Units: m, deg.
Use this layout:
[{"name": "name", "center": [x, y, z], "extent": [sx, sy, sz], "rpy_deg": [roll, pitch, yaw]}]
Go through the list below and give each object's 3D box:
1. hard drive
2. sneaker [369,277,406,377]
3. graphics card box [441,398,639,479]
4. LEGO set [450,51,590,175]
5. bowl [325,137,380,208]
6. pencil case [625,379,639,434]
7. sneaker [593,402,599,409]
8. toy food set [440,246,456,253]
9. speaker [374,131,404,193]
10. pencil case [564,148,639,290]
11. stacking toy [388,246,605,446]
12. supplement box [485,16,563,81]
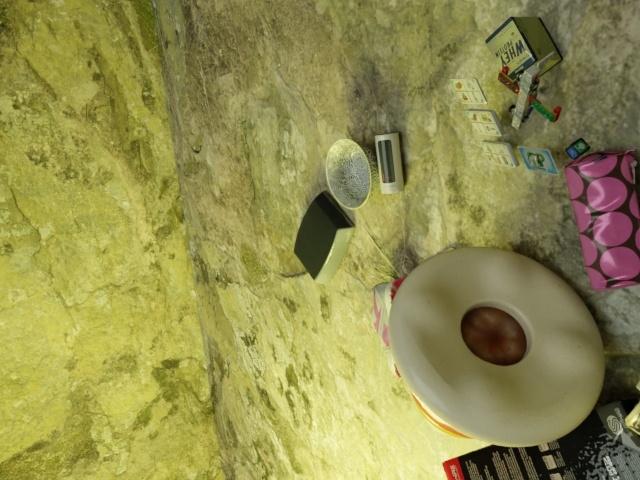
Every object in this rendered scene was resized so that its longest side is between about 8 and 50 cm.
[{"name": "hard drive", "center": [0.000, 0.000, 1.423], "extent": [0.172, 0.054, 0.254], "rpy_deg": [53, 142, 27]}, {"name": "sneaker", "center": [0.185, 0.211, 1.220], "extent": [0.111, 0.103, 0.252], "rpy_deg": [5, 102, 59]}, {"name": "graphics card box", "center": [0.406, 0.440, 0.830], "extent": [0.371, 0.094, 0.232], "rpy_deg": [-43, 49, 37]}, {"name": "LEGO set", "center": [0.324, -0.196, 0.786], "extent": [0.182, 0.060, 0.244], "rpy_deg": [55, 176, -21]}, {"name": "bowl", "center": [0.094, -0.167, 1.191], "extent": [0.170, 0.080, 0.170], "rpy_deg": [28, 126, 46]}, {"name": "pencil case", "center": [0.585, 0.314, 0.597], "extent": [0.160, 0.183, 0.410], "rpy_deg": [-49, 57, 11]}, {"name": "sneaker", "center": [0.479, 0.288, 0.868], "extent": [0.098, 0.038, 0.069], "rpy_deg": [40, 135, 39]}, {"name": "toy food set", "center": [0.288, 0.120, 1.072], "extent": [0.192, 0.039, 0.132], "rpy_deg": [64, 145, 14]}, {"name": "speaker", "center": [0.158, -0.176, 1.120], "extent": [0.055, 0.055, 0.136], "rpy_deg": [10, 112, 54]}, {"name": "pencil case", "center": [0.442, -0.031, 0.745], "extent": [0.098, 0.095, 0.209], "rpy_deg": [-12, 97, 33]}, {"name": "stacking toy", "center": [0.286, 0.268, 0.978], "extent": [0.350, 0.351, 0.479], "rpy_deg": [53, 159, 28]}, {"name": "supplement box", "center": [0.327, -0.307, 0.790], "extent": [0.056, 0.083, 0.083], "rpy_deg": [-38, 72, 54]}]
